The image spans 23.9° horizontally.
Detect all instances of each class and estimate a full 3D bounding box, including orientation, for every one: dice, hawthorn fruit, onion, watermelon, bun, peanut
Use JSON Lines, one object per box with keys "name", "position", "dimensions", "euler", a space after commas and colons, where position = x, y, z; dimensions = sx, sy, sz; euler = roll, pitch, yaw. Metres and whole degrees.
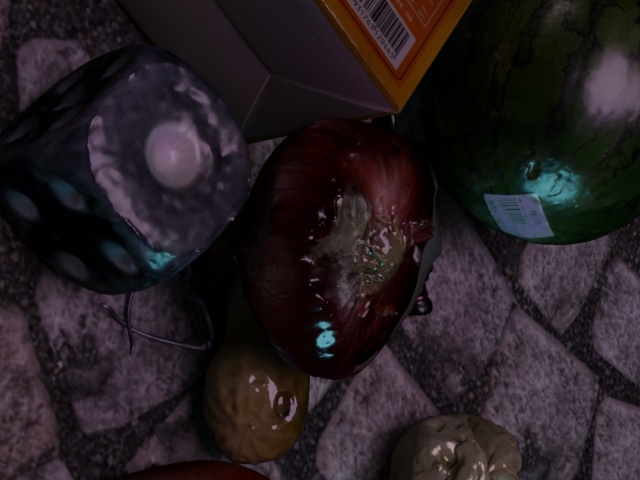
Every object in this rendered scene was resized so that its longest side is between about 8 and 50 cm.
{"name": "dice", "position": [-0.190, -0.067, 1.447], "dimensions": [0.182, 0.183, 0.181], "euler": [55, 53, -22]}
{"name": "hawthorn fruit", "position": [-0.106, 0.001, 1.614], "dimensions": [0.066, 0.067, 0.103], "euler": [29, 94, -38]}
{"name": "onion", "position": [0.000, 0.000, 1.521], "dimensions": [0.272, 0.195, 0.272], "euler": [-35, 132, -52]}
{"name": "watermelon", "position": [0.289, -0.174, 1.823], "dimensions": [0.363, 0.363, 0.363], "euler": [7, 80, -43]}
{"name": "bun", "position": [0.165, 0.309, 1.767], "dimensions": [0.229, 0.145, 0.229], "euler": [12, 73, -42]}
{"name": "peanut", "position": [-0.061, 0.118, 1.596], "dimensions": [0.120, 0.110, 0.236], "euler": [18, 70, -32]}

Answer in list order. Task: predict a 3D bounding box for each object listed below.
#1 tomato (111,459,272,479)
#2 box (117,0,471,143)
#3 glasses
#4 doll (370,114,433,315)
{"name": "tomato", "position": [-0.092, 0.364, 1.469], "dimensions": [0.338, 0.143, 0.338], "euler": [11, 70, -33]}
{"name": "box", "position": [-0.039, -0.281, 1.567], "dimensions": [0.283, 0.259, 0.214], "euler": [52, 54, -26]}
{"name": "glasses", "position": [-0.176, 0.066, 1.550], "dimensions": [0.103, 0.062, 0.140], "euler": [-26, 103, -20]}
{"name": "doll", "position": [0.077, -0.027, 1.774], "dimensions": [0.127, 0.088, 0.249], "euler": [-35, 120, -62]}
